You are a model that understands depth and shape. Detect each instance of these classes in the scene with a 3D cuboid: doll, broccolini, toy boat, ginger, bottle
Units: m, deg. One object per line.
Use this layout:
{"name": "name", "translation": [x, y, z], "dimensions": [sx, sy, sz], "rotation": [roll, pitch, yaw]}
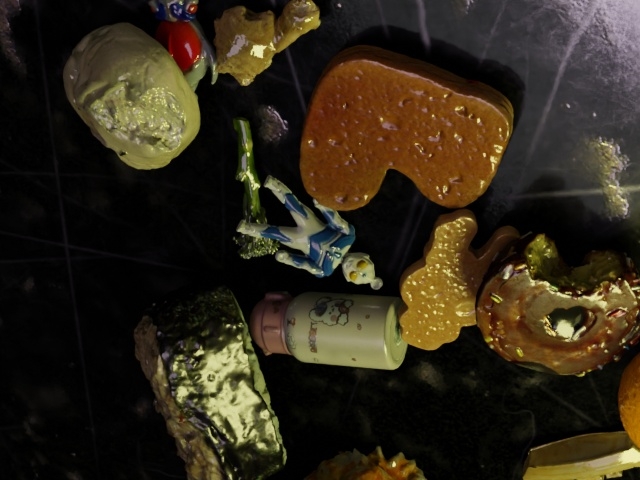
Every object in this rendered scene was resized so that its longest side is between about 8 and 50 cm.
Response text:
{"name": "doll", "translation": [-0.193, -0.281, 1.662], "dimensions": [0.104, 0.062, 0.195], "rotation": [-4, 113, 12]}
{"name": "broccolini", "translation": [-0.102, -0.079, 1.769], "dimensions": [0.067, 0.058, 0.216], "rotation": [1, 111, 20]}
{"name": "toy boat", "translation": [0.398, 0.332, 1.802], "dimensions": [0.206, 0.064, 0.072], "rotation": [-14, 129, 30]}
{"name": "ginger", "translation": [-0.080, -0.282, 1.609], "dimensions": [0.165, 0.067, 0.096], "rotation": [-36, 103, 23]}
{"name": "bottle", "translation": [0.008, 0.130, 1.807], "dimensions": [0.233, 0.110, 0.110], "rotation": [3, 122, 22]}
{"name": "doll", "translation": [0.000, 0.000, 1.748], "dimensions": [0.227, 0.057, 0.114], "rotation": [31, 92, -12]}

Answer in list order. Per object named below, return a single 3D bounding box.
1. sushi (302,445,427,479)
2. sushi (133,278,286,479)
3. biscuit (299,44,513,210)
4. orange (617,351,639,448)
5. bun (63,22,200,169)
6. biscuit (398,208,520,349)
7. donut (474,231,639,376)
{"name": "sushi", "translation": [0.087, 0.543, 2.003], "dimensions": [0.417, 0.176, 0.417], "rotation": [7, 123, 10]}
{"name": "sushi", "translation": [-0.173, 0.232, 1.872], "dimensions": [0.171, 0.211, 0.350], "rotation": [-21, 117, -11]}
{"name": "biscuit", "translation": [0.110, -0.130, 1.634], "dimensions": [0.277, 0.052, 0.262], "rotation": [19, 131, 10]}
{"name": "orange", "translation": [0.489, 0.203, 1.609], "dimensions": [0.193, 0.161, 0.193], "rotation": [-14, 136, -14]}
{"name": "bun", "translation": [-0.271, -0.191, 1.678], "dimensions": [0.210, 0.116, 0.237], "rotation": [53, 152, -12]}
{"name": "biscuit", "translation": [0.188, 0.061, 1.704], "dimensions": [0.144, 0.040, 0.236], "rotation": [22, 125, -9]}
{"name": "donut", "translation": [0.325, 0.082, 1.635], "dimensions": [0.230, 0.096, 0.216], "rotation": [-1, 132, 9]}
